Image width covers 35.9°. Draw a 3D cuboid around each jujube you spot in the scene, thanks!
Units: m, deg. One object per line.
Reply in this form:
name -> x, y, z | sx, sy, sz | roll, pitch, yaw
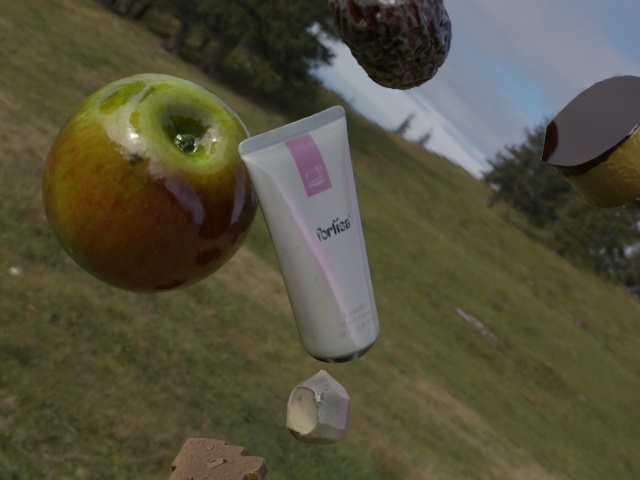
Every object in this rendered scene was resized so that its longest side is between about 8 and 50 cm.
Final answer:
jujube -> 0.136, -0.410, 1.852 | 0.226, 0.226, 0.317 | 43, -3, 26

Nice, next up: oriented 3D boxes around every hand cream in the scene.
hand cream -> 0.000, 0.000, 1.435 | 0.118, 0.185, 0.359 | 18, -54, 55

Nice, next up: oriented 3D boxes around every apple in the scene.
apple -> -0.254, -0.092, 1.532 | 0.339, 0.340, 0.339 | 39, 6, -5

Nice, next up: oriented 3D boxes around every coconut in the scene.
coconut -> -0.003, 0.280, 1.669 | 0.110, 0.110, 0.125 | 31, 54, -54

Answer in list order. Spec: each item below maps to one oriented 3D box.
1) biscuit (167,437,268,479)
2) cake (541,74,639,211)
biscuit -> -0.224, 0.466, 1.987 | 0.238, 0.212, 0.041 | 35, -36, 60
cake -> 0.454, -0.123, 1.459 | 0.178, 0.185, 0.207 | 43, -16, -28
